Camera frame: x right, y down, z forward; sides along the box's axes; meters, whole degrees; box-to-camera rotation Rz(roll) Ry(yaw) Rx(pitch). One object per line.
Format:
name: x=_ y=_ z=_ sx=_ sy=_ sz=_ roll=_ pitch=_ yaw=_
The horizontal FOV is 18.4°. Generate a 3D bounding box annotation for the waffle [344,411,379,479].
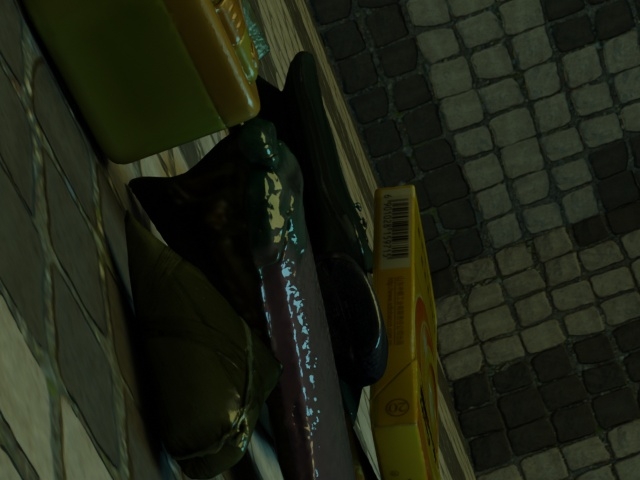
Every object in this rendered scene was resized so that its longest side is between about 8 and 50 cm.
waffle: x=0.044 y=0.226 z=1.524 sx=0.191 sy=0.032 sz=0.125 roll=64 pitch=7 yaw=-47

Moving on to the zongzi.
zongzi: x=-0.068 y=0.046 z=0.921 sx=0.113 sy=0.052 sz=0.104 roll=56 pitch=13 yaw=-11

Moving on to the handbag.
handbag: x=0.002 y=-0.001 z=1.706 sx=0.260 sy=0.079 sz=0.248 roll=69 pitch=6 yaw=-47

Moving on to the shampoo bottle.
shampoo bottle: x=0.019 y=0.059 z=1.367 sx=0.234 sy=0.049 sz=0.087 roll=66 pitch=7 yaw=-82

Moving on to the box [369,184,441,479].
box: x=0.068 y=0.099 z=1.574 sx=0.269 sy=0.043 sz=0.152 roll=-86 pitch=167 yaw=-49

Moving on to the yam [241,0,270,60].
yam: x=-0.092 y=-0.192 z=1.475 sx=0.068 sy=0.068 sz=0.169 roll=-104 pitch=172 yaw=-50

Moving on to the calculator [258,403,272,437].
calculator: x=-0.035 y=0.052 z=1.284 sx=0.299 sy=0.041 sz=0.186 roll=58 pitch=13 yaw=-78

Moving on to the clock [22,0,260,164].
clock: x=-0.100 y=-0.151 z=1.044 sx=0.202 sy=0.096 sz=0.143 roll=-105 pitch=171 yaw=-48

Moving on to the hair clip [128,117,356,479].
hair clip: x=-0.014 y=0.105 z=1.101 sx=0.110 sy=0.095 sz=0.359 roll=13 pitch=-58 yaw=64
